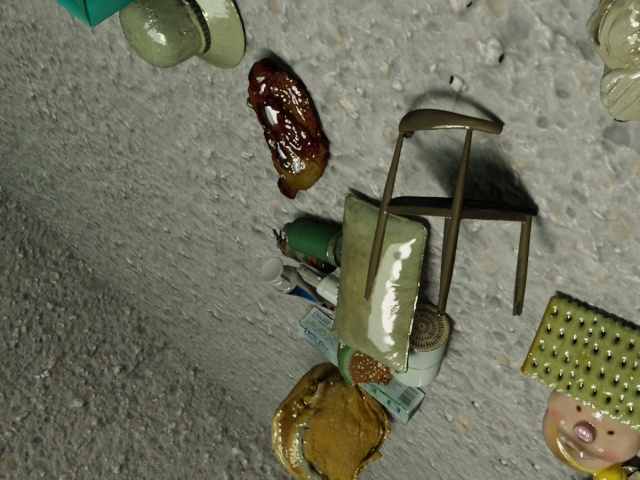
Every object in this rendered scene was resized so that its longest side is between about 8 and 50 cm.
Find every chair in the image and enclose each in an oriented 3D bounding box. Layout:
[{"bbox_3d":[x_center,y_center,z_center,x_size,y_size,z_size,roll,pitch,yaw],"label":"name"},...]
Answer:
[{"bbox_3d":[0.186,-0.038,1.132,0.188,0.166,0.272,8,94,55],"label":"chair"}]

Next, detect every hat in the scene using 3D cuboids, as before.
[{"bbox_3d":[-0.258,-0.365,1.353,0.257,0.130,0.257,36,153,21],"label":"hat"}]

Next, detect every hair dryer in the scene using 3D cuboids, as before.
[{"bbox_3d":[0.089,0.140,1.597,0.357,0.107,0.173,33,151,21],"label":"hair dryer"}]

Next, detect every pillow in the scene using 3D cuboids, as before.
[{"bbox_3d":[0.096,0.082,1.432,0.184,0.075,0.303,24,120,36],"label":"pillow"}]

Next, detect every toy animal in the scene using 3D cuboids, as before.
[{"bbox_3d":[0.426,0.287,1.257,0.165,0.149,0.248,30,145,15],"label":"toy animal"}]

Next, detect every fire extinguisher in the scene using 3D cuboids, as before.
[{"bbox_3d":[-0.038,0.020,1.700,0.177,0.050,0.062,21,133,42],"label":"fire extinguisher"}]

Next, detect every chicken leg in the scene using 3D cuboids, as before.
[{"bbox_3d":[-0.064,-0.177,1.413,0.177,0.083,0.323,32,152,47],"label":"chicken leg"}]

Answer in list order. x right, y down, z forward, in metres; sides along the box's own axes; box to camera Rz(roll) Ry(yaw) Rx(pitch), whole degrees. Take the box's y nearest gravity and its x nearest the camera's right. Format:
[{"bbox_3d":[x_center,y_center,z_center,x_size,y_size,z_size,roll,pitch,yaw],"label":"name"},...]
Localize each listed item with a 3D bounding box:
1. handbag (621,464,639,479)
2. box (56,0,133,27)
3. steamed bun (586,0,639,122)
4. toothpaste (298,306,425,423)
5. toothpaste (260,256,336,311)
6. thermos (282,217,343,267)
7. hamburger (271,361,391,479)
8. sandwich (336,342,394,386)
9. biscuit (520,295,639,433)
[{"bbox_3d":[0.542,0.549,1.463,0.237,0.160,0.359,45,156,15],"label":"handbag"},{"bbox_3d":[-0.294,-0.435,1.160,0.153,0.245,0.092,38,154,16],"label":"box"},{"bbox_3d":[0.330,-0.188,0.671,0.217,0.144,0.211,11,158,4],"label":"steamed bun"},{"bbox_3d":[0.091,0.289,1.891,0.336,0.067,0.081,38,155,19],"label":"toothpaste"},{"bbox_3d":[-0.023,0.110,1.724,0.096,0.061,0.266,23,173,44],"label":"toothpaste"},{"bbox_3d":[-0.003,-0.003,1.592,0.187,0.083,0.073,20,123,47],"label":"thermos"},{"bbox_3d":[0.023,0.472,2.014,0.158,0.318,0.319,3,132,55],"label":"hamburger"},{"bbox_3d":[0.099,0.251,1.739,0.159,0.079,0.235,36,135,3],"label":"sandwich"},{"bbox_3d":[0.408,0.177,1.147,0.231,0.139,0.016,26,-169,38],"label":"biscuit"}]
